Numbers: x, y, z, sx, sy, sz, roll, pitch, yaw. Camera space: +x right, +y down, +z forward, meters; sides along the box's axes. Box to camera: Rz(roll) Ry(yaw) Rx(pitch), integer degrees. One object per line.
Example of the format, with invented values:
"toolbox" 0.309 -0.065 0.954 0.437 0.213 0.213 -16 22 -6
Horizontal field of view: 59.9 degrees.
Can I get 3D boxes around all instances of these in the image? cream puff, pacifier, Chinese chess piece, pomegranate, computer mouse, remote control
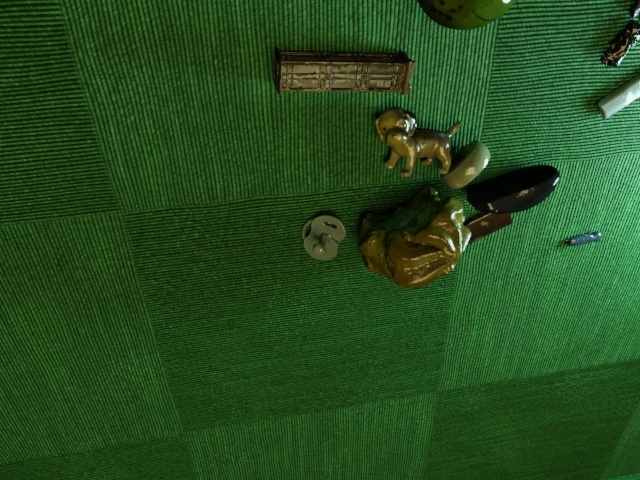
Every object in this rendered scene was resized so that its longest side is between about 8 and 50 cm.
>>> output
"cream puff" 0.279 0.029 1.583 0.323 0.270 0.274 -27 132 10
"pacifier" 0.000 0.000 1.594 0.126 0.117 0.150 31 121 -2
"Chinese chess piece" 0.391 -0.206 1.506 0.058 0.144 0.144 42 111 -9
"pomegranate" 0.296 -0.576 1.161 0.270 0.254 0.254 24 124 11
"computer mouse" 0.556 -0.133 1.601 0.269 0.137 0.086 -19 119 0
"remote control" 0.847 -0.401 1.534 0.162 0.029 0.061 -34 128 13

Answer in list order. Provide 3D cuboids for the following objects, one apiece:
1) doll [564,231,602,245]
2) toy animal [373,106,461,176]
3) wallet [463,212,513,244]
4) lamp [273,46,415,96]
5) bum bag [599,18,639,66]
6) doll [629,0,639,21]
"doll" 0.870 -0.005 1.839 0.125 0.027 0.037 -10 127 -1
"toy animal" 0.244 -0.253 1.461 0.233 0.121 0.169 6 114 -20
"wallet" 0.507 -0.047 1.725 0.176 0.026 0.095 -27 133 9
"lamp" 0.054 -0.399 1.320 0.325 0.089 0.090 -3 126 -10
"bum bag" 0.781 -0.507 1.437 0.057 0.034 0.124 28 116 -19
"doll" 0.826 -0.622 1.354 0.115 0.050 0.190 -10 126 -1
